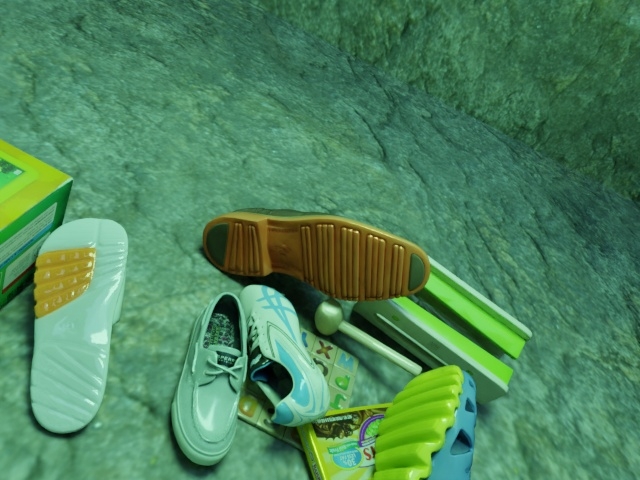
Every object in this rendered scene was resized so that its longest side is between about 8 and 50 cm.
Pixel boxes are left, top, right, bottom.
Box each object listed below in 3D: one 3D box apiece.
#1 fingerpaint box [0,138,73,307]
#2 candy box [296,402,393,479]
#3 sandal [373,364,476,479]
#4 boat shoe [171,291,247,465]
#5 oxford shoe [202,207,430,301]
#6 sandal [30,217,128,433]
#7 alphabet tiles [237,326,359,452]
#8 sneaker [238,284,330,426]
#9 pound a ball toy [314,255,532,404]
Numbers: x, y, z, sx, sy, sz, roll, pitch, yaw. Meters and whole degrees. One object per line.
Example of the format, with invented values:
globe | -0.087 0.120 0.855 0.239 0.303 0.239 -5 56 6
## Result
fingerpaint box | -0.533 0.007 0.481 0.370 0.163 0.445 29 34 -7
candy box | 0.069 0.279 0.721 0.205 0.027 0.105 6 48 -37
sandal | 0.137 0.303 0.649 0.138 0.126 0.318 40 53 -16
boat shoe | -0.132 0.157 0.661 0.079 0.081 0.228 17 37 -20
oxford shoe | 0.000 0.000 0.839 0.363 0.130 0.132 12 24 18
sandal | -0.297 0.098 0.643 0.101 0.076 0.266 5 62 -16
alphabet tiles | -0.062 0.186 0.761 0.237 0.009 0.198 29 35 -5
sneaker | -0.068 0.142 0.713 0.086 0.085 0.237 7 32 -36
pound a ball toy | 0.160 0.158 0.891 0.319 0.136 0.208 35 60 5
